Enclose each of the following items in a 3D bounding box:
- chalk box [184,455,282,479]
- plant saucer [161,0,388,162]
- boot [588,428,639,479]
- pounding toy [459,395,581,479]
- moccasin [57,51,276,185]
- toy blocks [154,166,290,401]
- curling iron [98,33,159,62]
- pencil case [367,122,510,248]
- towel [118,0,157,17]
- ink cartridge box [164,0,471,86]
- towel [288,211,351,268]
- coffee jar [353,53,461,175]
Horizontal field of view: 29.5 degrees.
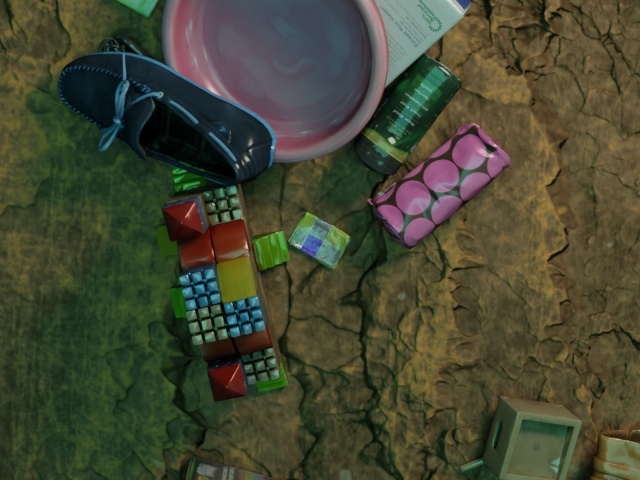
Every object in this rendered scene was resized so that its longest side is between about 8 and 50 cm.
[{"bbox_3d":[-0.161,0.420,1.847,0.213,0.132,0.132,15,98,-2],"label":"chalk box"},{"bbox_3d":[-0.059,-0.275,1.711,0.332,0.084,0.332,8,119,15],"label":"plant saucer"},{"bbox_3d":[0.426,0.403,1.848,0.283,0.109,0.220,-3,105,-14],"label":"boot"},{"bbox_3d":[0.306,0.316,1.870,0.130,0.100,0.141,11,101,-17],"label":"pounding toy"},{"bbox_3d":[-0.230,-0.176,1.708,0.342,0.117,0.138,18,128,17],"label":"moccasin"},{"bbox_3d":[-0.136,0.069,1.730,0.190,0.261,0.381,-13,99,1],"label":"toy blocks"},{"bbox_3d":[-0.213,-0.210,1.804,0.274,0.035,0.068,35,117,-11],"label":"curling iron"},{"bbox_3d":[0.176,-0.085,1.804,0.209,0.095,0.098,-39,77,2],"label":"pencil case"},{"bbox_3d":[-0.263,-0.418,1.778,0.113,0.023,0.152,30,99,-3],"label":"towel"},{"bbox_3d":[-0.010,-0.346,1.744,0.324,0.071,0.330,46,123,-7],"label":"ink cartridge box"},{"bbox_3d":[0.000,0.000,1.849,0.083,0.009,0.060,32,97,-6],"label":"towel"},{"bbox_3d":[0.124,-0.181,1.782,0.079,0.096,0.184,36,95,-3],"label":"coffee jar"}]
